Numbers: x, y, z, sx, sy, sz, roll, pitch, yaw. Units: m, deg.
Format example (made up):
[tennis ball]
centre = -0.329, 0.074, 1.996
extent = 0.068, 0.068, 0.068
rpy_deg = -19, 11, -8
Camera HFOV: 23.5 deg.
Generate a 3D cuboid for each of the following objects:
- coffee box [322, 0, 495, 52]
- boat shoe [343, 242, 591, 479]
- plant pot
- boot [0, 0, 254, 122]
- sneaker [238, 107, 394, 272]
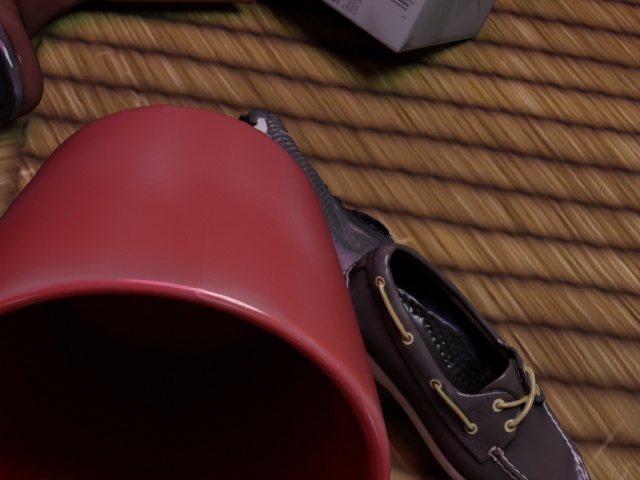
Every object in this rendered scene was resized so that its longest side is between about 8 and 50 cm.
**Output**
[coffee box]
centre = 0.014, -0.298, 1.356
extent = 0.297, 0.118, 0.168
rpy_deg = 38, 26, 18
[boat shoe]
centre = 0.100, 0.098, 1.016
extent = 0.228, 0.069, 0.081
rpy_deg = 45, 50, -2
[plant pot]
centre = -0.096, 0.062, 0.904
extent = 0.275, 0.275, 0.243
rpy_deg = 13, 34, -7
[boot]
centre = -0.183, -0.196, 1.264
extent = 0.281, 0.096, 0.264
rpy_deg = -4, 40, -33
[sneaker]
centre = 0.000, 0.000, 1.119
extent = 0.106, 0.078, 0.234
rpy_deg = -1, 51, -24
